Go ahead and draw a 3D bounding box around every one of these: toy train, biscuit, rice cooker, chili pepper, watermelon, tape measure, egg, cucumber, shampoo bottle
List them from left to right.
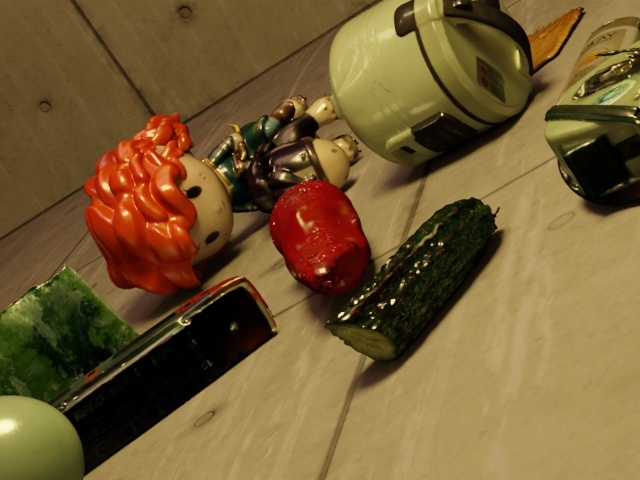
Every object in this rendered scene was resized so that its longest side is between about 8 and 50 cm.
[{"bbox_3d":[-0.350,0.257,1.728,0.231,0.168,0.168,-35,12,14],"label":"egg"},{"bbox_3d":[-0.372,0.175,2.208,0.264,0.151,0.302,-40,-4,-9],"label":"watermelon"},{"bbox_3d":[-0.236,0.183,1.900,0.409,0.086,0.089,-36,11,-6],"label":"toy train"},{"bbox_3d":[0.000,0.000,1.922,0.110,0.110,0.387,-34,15,3],"label":"chili pepper"},{"bbox_3d":[0.101,0.029,1.628,0.077,0.077,0.265,-20,20,48],"label":"cucumber"},{"bbox_3d":[0.150,-0.222,2.134,0.244,0.226,0.226,-28,14,32],"label":"rice cooker"},{"bbox_3d":[0.259,-0.244,2.371,0.232,0.013,0.237,-27,16,32],"label":"biscuit"},{"bbox_3d":[0.326,-0.192,1.908,0.086,0.056,0.227,-27,15,29],"label":"shampoo bottle"},{"bbox_3d":[0.300,-0.120,1.586,0.207,0.115,0.235,-21,19,40],"label":"tape measure"}]

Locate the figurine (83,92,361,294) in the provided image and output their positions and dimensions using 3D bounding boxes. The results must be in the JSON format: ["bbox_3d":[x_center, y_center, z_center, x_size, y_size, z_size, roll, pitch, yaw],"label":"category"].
[{"bbox_3d":[-0.137,-0.082,2.399,0.412,0.241,0.306,-18,36,-3],"label":"figurine"}]
